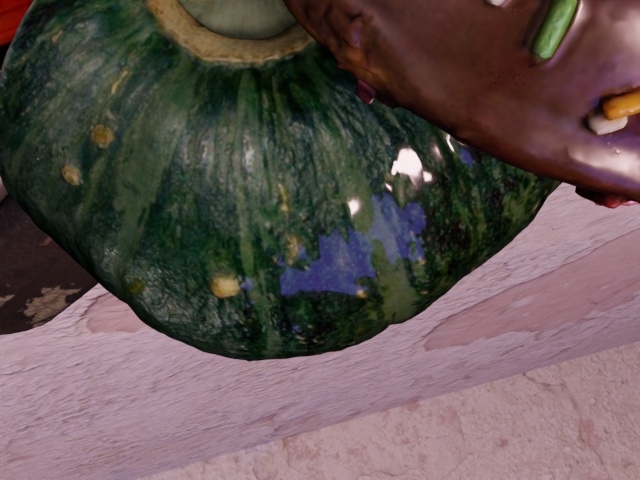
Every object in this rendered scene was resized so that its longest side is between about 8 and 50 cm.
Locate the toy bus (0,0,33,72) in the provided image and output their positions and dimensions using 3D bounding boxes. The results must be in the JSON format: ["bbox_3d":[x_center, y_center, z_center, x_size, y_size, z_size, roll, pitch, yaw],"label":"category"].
[{"bbox_3d":[-0.131,-0.098,0.617,0.081,0.089,0.195,-21,163,-1],"label":"toy bus"}]

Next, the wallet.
[{"bbox_3d":[-0.228,0.015,0.937,0.170,0.044,0.321,-6,159,-44],"label":"wallet"}]

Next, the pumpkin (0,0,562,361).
[{"bbox_3d":[0.018,-0.057,0.554,0.293,0.197,0.263,-44,166,-19],"label":"pumpkin"}]

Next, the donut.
[{"bbox_3d":[0.098,-0.132,0.405,0.270,0.269,0.103,-13,153,-24],"label":"donut"}]
